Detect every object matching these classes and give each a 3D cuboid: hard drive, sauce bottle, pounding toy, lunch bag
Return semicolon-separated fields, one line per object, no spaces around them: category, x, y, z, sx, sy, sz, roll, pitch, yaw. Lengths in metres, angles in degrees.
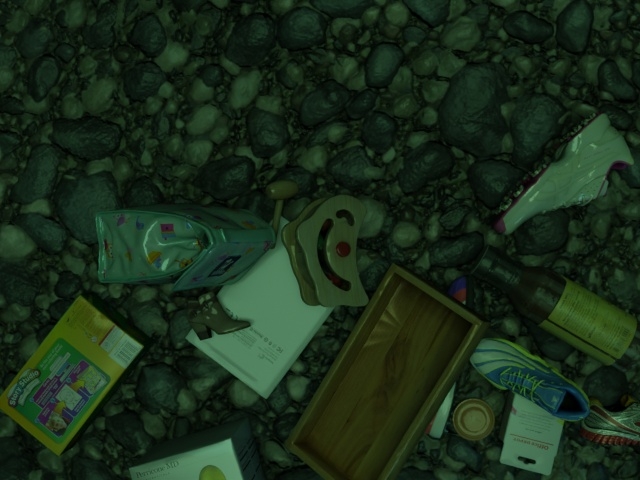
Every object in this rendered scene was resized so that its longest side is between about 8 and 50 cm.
hard drive;-0.095;0.129;1.562;0.203;0.040;0.307;36;90;3
sauce bottle;0.451;0.121;1.501;0.344;0.111;0.111;32;90;2
pounding toy;0.000;0.000;1.506;0.154;0.155;0.269;-21;98;-26
lunch bag;-0.239;0.009;1.443;0.262;0.223;0.160;-3;89;28

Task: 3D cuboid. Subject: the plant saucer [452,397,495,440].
plant saucer;0.301;0.352;1.550;0.084;0.013;0.083;0;89;2

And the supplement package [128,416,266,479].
supplement package;-0.205;0.501;1.477;0.199;0.198;0.262;-17;88;3

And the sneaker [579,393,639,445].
sneaker;0.612;0.343;1.500;0.225;0.088;0.092;3;87;3

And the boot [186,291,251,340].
boot;-0.201;0.141;1.527;0.118;0.042;0.087;-15;86;2

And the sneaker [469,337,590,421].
sneaker;0.388;0.251;1.431;0.240;0.126;0.091;26;87;3

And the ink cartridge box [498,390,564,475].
ink cartridge box;0.409;0.346;1.521;0.104;0.061;0.181;15;88;3

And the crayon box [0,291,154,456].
crayon box;-0.483;0.261;1.556;0.165;0.081;0.278;38;91;3

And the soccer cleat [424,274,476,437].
soccer cleat;0.220;0.215;1.516;0.116;0.108;0.318;13;91;7

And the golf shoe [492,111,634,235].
golf shoe;0.467;-0.104;1.509;0.306;0.115;0.140;-44;90;2

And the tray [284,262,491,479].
tray;0.122;0.271;1.472;0.203;0.076;0.411;34;98;27
